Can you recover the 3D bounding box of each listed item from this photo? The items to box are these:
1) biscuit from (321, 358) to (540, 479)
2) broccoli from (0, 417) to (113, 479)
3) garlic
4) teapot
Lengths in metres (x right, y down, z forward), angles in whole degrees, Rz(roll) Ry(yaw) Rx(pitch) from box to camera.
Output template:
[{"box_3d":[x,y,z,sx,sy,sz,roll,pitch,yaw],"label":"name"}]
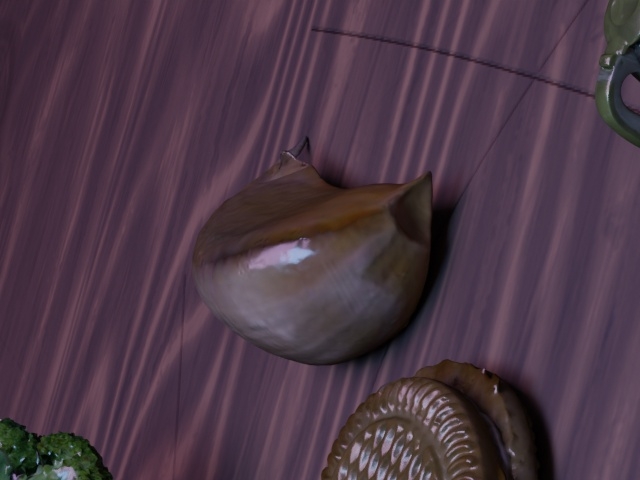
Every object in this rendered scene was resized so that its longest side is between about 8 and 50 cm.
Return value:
[{"box_3d":[0.072,0.211,1.436,0.259,0.079,0.259,-39,43,49],"label":"biscuit"},{"box_3d":[-0.215,0.366,1.654,0.310,0.321,0.413,96,-179,-76],"label":"broccoli"},{"box_3d":[-0.013,0.008,1.693,0.196,0.151,0.338,-46,19,-7],"label":"garlic"},{"box_3d":[0.236,-0.130,1.317,0.092,0.091,0.124,-34,45,52],"label":"teapot"}]
